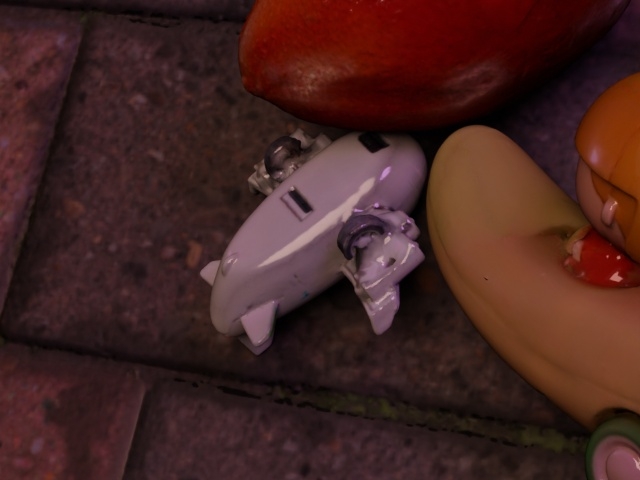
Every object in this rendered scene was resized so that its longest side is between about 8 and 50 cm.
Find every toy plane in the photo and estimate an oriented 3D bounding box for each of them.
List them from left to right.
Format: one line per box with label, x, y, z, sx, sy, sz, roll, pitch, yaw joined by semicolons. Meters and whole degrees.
toy plane;-0.001;-0.002;1.024;0.174;0.080;0.174;-19;50;24

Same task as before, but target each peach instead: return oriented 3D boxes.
peach;0.079;-0.159;0.970;0.267;0.154;0.158;-26;69;-15

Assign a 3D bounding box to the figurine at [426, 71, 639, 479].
figurine;0.180;0.013;0.885;0.324;0.124;0.222;40;128;39
